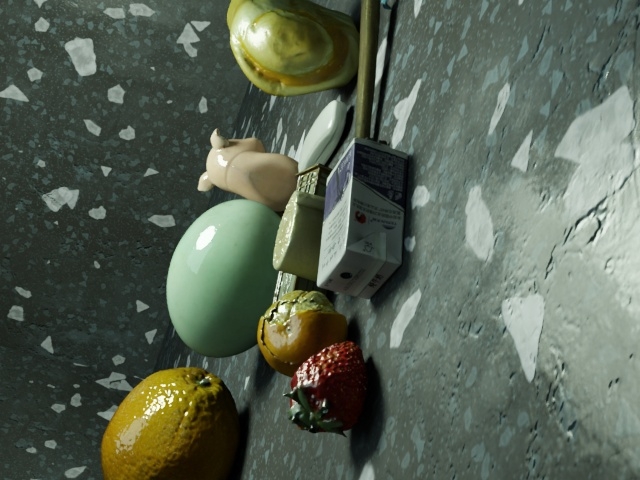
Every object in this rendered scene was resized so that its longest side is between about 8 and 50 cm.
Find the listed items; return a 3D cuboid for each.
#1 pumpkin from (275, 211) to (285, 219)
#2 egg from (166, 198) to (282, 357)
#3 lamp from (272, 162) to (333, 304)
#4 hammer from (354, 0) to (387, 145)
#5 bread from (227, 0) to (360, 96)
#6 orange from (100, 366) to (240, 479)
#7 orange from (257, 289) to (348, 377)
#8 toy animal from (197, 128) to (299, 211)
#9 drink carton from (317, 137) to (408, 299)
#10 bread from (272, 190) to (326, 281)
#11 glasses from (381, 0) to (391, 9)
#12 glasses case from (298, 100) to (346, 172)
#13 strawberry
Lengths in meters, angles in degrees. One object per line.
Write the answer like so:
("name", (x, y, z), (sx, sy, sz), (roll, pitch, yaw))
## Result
("pumpkin", (-0.143, -0.033, 2.217), (0.183, 0.107, 0.119), (137, 141, -67))
("egg", (-0.199, 0.088, 1.934), (0.276, 0.276, 0.389), (-98, 24, -59))
("lamp", (-0.021, 0.019, 1.667), (0.090, 0.089, 0.326), (-17, 57, 54))
("hammer", (0.084, -0.292, 1.684), (0.168, 0.044, 0.440), (132, 147, -60))
("bread", (-0.064, -0.432, 1.961), (0.341, 0.300, 0.210), (-113, 39, -61))
("orange", (-0.341, 0.468, 2.025), (0.357, 0.322, 0.322), (-60, 17, 16))
("orange", (-0.027, 0.159, 1.467), (0.134, 0.156, 0.157), (47, -130, -62))
("toy animal", (-0.158, -0.159, 2.103), (0.154, 0.250, 0.167), (-63, -8, -77))
("drink carton", (0.066, -0.034, 1.407), (0.134, 0.101, 0.222), (129, 154, -53))
("bread", (0.000, 0.000, 1.546), (0.134, 0.141, 0.148), (141, 144, -73))
("glasses", (0.174, -0.547, 1.687), (0.220, 0.088, 0.190), (65, -144, -80))
("glasses case", (0.003, -0.222, 1.941), (0.233, 0.059, 0.092), (127, 153, -54))
("strawberry", (0.018, 0.224, 1.307), (0.148, 0.131, 0.131), (-26, -31, -49))
